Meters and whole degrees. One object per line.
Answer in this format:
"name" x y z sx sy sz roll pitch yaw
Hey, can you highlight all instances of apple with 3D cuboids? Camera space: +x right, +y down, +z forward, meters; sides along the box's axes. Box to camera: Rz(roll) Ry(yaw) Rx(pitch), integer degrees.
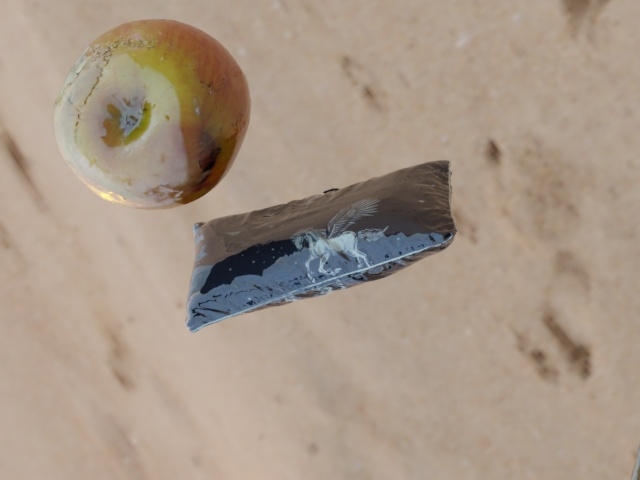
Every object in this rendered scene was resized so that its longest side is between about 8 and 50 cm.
"apple" -0.121 -0.090 1.416 0.146 0.146 0.146 37 147 29

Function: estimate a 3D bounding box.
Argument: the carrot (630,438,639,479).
"carrot" 0.244 0.211 1.466 0.049 0.254 0.049 9 167 2

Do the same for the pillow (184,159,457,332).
"pillow" 0.000 0.000 1.448 0.141 0.208 0.055 -90 -18 -59
